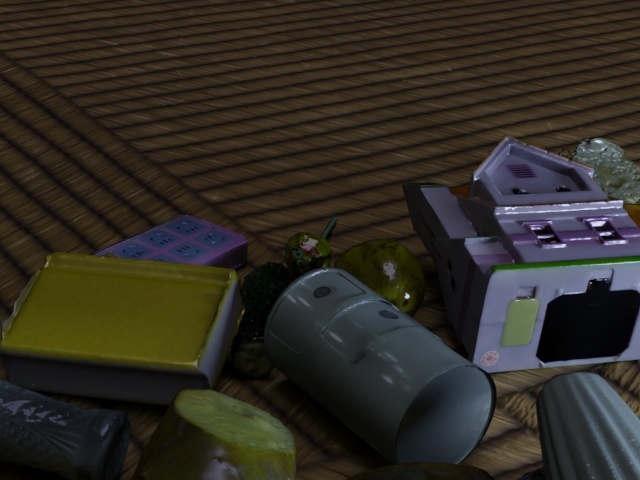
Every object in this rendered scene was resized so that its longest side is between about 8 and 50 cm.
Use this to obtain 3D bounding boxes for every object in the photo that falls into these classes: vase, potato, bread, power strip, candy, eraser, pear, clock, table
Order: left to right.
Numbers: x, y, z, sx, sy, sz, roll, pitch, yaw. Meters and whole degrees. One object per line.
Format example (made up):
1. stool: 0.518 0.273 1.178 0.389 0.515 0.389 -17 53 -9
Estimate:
1. vase: -0.287 0.167 1.231 0.219 0.096 0.096 13 27 12
2. eraser: -0.201 0.087 1.373 0.226 0.069 0.158 5 43 12
3. power strip: -0.205 0.035 1.570 0.109 0.037 0.279 22 31 31
4. potato: -0.091 0.215 1.062 0.141 0.176 0.298 24 27 -15
5. candy: 0.000 0.000 1.676 0.058 0.062 0.194 -36 6 20
6. table: 0.054 0.127 1.326 0.126 0.126 0.220 -14 32 -33
7. pear: 0.064 0.050 1.508 0.107 0.107 0.131 2 17 -5
8. clock: 0.240 0.006 1.566 0.235 0.166 0.309 -3 34 -15
9. bread: 0.396 -0.052 1.802 0.128 0.088 0.232 -13 36 -14
10. vase: 0.248 0.220 1.106 0.128 0.128 0.248 -4 47 -16

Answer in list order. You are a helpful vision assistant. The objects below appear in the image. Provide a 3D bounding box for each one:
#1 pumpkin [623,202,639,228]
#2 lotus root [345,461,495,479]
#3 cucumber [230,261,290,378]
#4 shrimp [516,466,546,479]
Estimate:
1. pumpkin: 0.479 0.056 1.529 0.281 0.139 0.190 4 25 3
2. lotus root: 0.085 0.256 1.078 0.235 0.138 0.119 0 36 -23
3. cucumber: -0.068 0.085 1.474 0.058 0.058 0.187 5 25 2
4. shrimp: 0.284 0.221 1.204 0.233 0.090 0.079 -6 5 10
